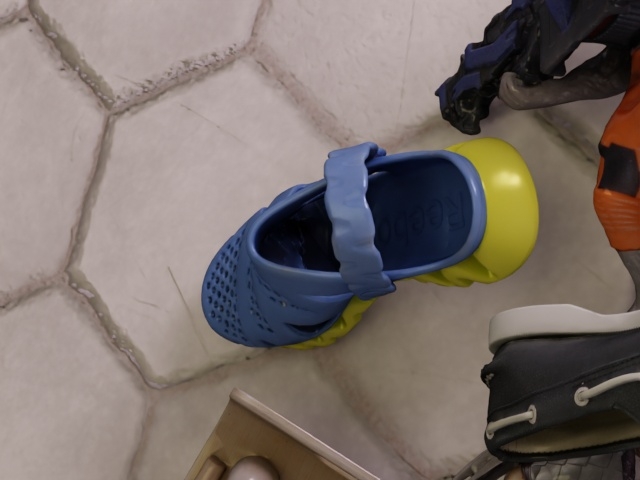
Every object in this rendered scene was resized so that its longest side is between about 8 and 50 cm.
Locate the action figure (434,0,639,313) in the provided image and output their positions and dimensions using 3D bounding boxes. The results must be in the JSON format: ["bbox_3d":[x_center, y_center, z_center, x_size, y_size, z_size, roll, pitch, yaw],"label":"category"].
[{"bbox_3d":[0.215,-0.105,0.997,0.341,0.178,0.330,149,115,-68],"label":"action figure"}]

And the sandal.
[{"bbox_3d":[0.000,0.000,1.070,0.317,0.138,0.126,-28,67,48],"label":"sandal"}]

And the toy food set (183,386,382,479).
[{"bbox_3d":[-0.043,0.286,1.048,0.219,0.092,0.306,32,96,4],"label":"toy food set"}]

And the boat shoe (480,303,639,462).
[{"bbox_3d":[0.210,0.083,0.863,0.302,0.114,0.091,-17,60,56],"label":"boat shoe"}]

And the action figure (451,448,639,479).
[{"bbox_3d":[0.199,0.201,0.971,0.185,0.099,0.285,-29,73,7],"label":"action figure"}]
